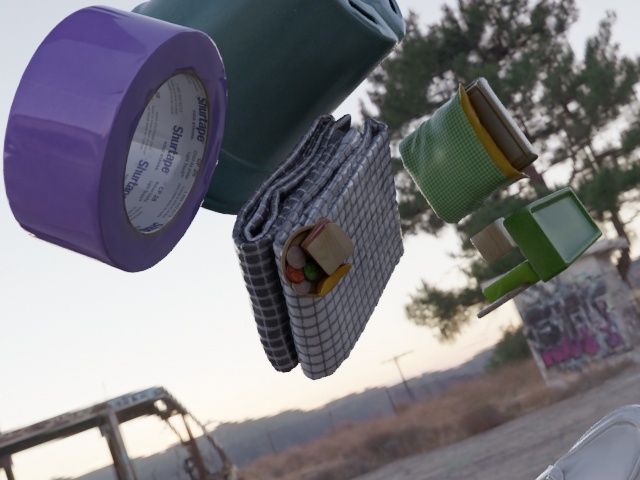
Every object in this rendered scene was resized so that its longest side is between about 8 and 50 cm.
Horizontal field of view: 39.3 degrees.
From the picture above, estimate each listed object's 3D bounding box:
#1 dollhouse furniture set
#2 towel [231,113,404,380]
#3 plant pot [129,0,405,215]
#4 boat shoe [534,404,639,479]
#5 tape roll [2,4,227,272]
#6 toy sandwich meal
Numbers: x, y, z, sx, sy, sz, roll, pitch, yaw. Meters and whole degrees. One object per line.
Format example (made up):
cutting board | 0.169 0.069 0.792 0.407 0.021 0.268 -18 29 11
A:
dollhouse furniture set | 0.219 -0.059 1.280 0.151 0.301 0.197 -25 -12 -49
towel | 0.000 0.000 1.141 0.121 0.235 0.283 9 44 24
plant pot | -0.086 -0.267 1.234 0.334 0.341 0.341 -38 -18 26
boat shoe | 0.215 0.256 0.812 0.267 0.096 0.088 -50 -46 5
tape roll | -0.148 -0.076 0.680 0.080 0.189 0.189 19 -2 15
toy sandwich meal | -0.001 0.020 0.931 0.086 0.085 0.029 -15 8 -31
